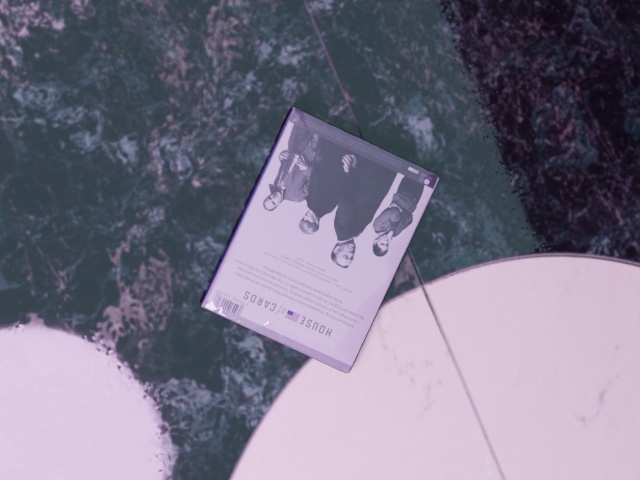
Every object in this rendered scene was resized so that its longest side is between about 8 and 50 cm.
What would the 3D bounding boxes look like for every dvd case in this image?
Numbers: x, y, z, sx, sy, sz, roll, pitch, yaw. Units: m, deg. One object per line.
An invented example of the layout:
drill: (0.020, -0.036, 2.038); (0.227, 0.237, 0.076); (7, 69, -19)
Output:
dvd case: (0.000, 0.000, 1.611); (0.179, 0.029, 0.238); (25, 90, -6)
